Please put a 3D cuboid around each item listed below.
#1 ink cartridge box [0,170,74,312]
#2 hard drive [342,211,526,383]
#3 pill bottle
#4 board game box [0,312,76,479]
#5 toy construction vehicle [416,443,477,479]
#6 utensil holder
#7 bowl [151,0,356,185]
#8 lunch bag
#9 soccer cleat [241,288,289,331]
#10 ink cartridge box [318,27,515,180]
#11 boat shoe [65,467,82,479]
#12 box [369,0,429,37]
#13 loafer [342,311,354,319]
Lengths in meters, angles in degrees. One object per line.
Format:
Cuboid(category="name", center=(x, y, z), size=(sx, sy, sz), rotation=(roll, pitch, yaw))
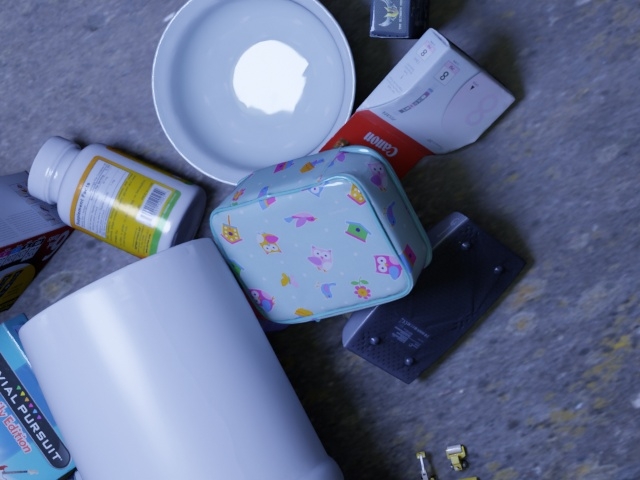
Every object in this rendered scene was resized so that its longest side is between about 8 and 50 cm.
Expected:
Cuboid(category="ink cartridge box", center=(-0.542, 0.049, 1.839), size=(0.130, 0.309, 0.272), rotation=(43, 106, 3))
Cuboid(category="hard drive", center=(0.158, 0.080, 1.773), size=(0.254, 0.054, 0.172), rotation=(-47, 130, 12))
Cuboid(category="pill bottle", center=(-0.309, -0.065, 1.858), size=(0.246, 0.136, 0.136), rotation=(24, 103, 8))
Cuboid(category="board game box", center=(-0.549, 0.317, 2.000), size=(0.336, 0.079, 0.254), rotation=(-35, 90, 15))
Cuboid(category="toy construction vehicle", center=(0.192, 0.362, 1.863), size=(0.086, 0.035, 0.098), rotation=(-10, 96, 14))
Cuboid(category="utensil holder", center=(-0.199, 0.233, 1.704), size=(0.327, 0.327, 0.385), rotation=(-29, 85, 15))
Cuboid(category="bowl", center=(-0.083, -0.230, 1.783), size=(0.298, 0.134, 0.298), rotation=(2, 100, 12))
Cuboid(category="lunch bag", center=(0.000, 0.000, 1.680), size=(0.279, 0.108, 0.224), rotation=(-14, 118, 37))
Cuboid(category="soccer cleat", center=(-0.159, 0.119, 1.889), size=(0.248, 0.083, 0.095), rotation=(6, 115, 12))
Cuboid(category="ink cartridge box", center=(0.138, -0.163, 1.722), size=(0.232, 0.189, 0.066), rotation=(-50, 51, 12))
Cuboid(category="boat shoe", center=(-0.345, 0.446, 1.988), size=(0.083, 0.065, 0.183), rotation=(-42, 88, 27))
Cuboid(category="box", center=(0.114, -0.393, 1.689), size=(0.059, 0.183, 0.232), rotation=(4, 100, 12))
Cuboid(category="loafer", center=(0.052, 0.005, 1.792), size=(0.092, 0.102, 0.268), rotation=(17, 124, 28))
